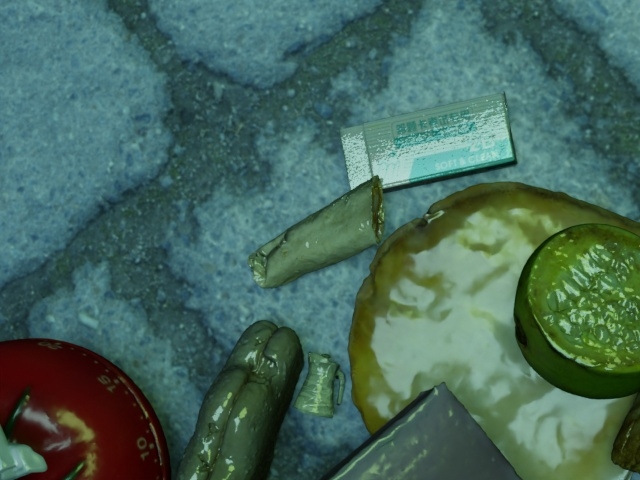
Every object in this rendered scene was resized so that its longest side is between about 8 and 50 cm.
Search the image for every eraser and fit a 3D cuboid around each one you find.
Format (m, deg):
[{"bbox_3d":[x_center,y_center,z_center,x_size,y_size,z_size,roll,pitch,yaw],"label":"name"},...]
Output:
[{"bbox_3d":[0.145,-0.126,1.390,0.225,0.052,0.095,-11,84,12],"label":"eraser"}]

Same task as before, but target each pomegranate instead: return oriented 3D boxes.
[{"bbox_3d":[0.323,0.069,1.192,0.190,0.159,0.240,26,71,12],"label":"pomegranate"}]

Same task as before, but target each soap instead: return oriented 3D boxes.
[{"bbox_3d":[0.120,0.361,1.180,0.285,0.107,0.296,-34,82,-21],"label":"soap"}]

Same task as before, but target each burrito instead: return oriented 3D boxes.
[{"bbox_3d":[0.000,0.000,1.395,0.226,0.060,0.087,-27,76,25],"label":"burrito"}]

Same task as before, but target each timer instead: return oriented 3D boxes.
[{"bbox_3d":[-0.384,0.317,1.363,0.378,0.279,0.378,0,88,14],"label":"timer"}]

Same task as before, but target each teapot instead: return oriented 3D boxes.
[{"bbox_3d":[0.002,0.195,1.403,0.067,0.057,0.083,13,85,-24],"label":"teapot"}]

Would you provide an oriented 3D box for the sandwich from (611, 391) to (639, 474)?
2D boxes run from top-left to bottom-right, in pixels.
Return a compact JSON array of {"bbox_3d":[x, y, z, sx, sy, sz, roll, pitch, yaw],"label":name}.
[{"bbox_3d":[0.531,0.199,1.212,0.301,0.099,0.271,24,92,-8],"label":"sandwich"}]

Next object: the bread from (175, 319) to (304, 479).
[{"bbox_3d":[-0.114,0.268,1.353,0.102,0.183,0.337,19,88,7],"label":"bread"}]

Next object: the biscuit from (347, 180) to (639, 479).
[{"bbox_3d":[0.254,0.147,1.323,0.446,0.104,0.429,22,91,10],"label":"biscuit"}]

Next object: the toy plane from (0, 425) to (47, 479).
[{"bbox_3d":[-0.399,0.301,1.163,0.267,0.123,0.266,5,100,30],"label":"toy plane"}]
